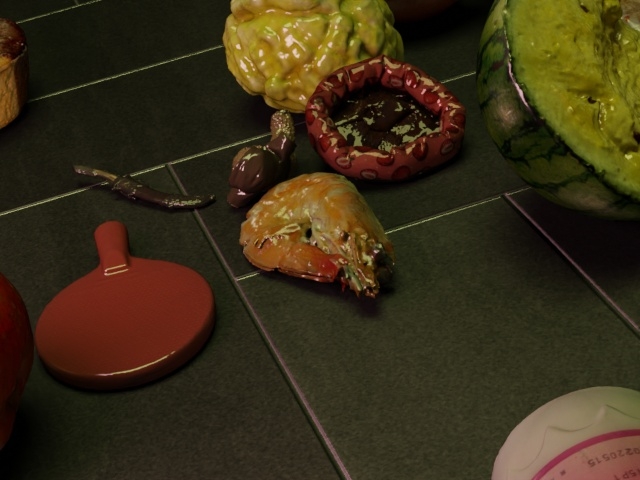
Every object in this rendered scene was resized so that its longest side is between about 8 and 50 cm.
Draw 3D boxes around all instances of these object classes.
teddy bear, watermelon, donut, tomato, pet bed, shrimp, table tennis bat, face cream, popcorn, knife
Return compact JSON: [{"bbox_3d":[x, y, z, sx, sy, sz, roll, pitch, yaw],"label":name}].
[{"bbox_3d":[-0.063,-0.090,1.976,0.119,0.078,0.160,-48,3,22],"label":"teddy bear"},{"bbox_3d":[0.293,-0.142,1.784,0.330,0.189,0.331,12,59,-21],"label":"watermelon"},{"bbox_3d":[-0.478,-0.221,2.312,0.151,0.112,0.295,3,34,19],"label":"donut"},{"bbox_3d":[0.131,-0.378,2.368,0.199,0.112,0.228,-22,31,20],"label":"tomato"},{"bbox_3d":[0.077,-0.148,2.001,0.201,0.053,0.201,-1,49,1],"label":"pet bed"},{"bbox_3d":[0.000,0.001,1.817,0.154,0.062,0.294,-30,28,-10],"label":"shrimp"},{"bbox_3d":[-0.220,0.065,1.797,0.200,0.038,0.310,-14,30,-4],"label":"table tennis bat"},{"bbox_3d":[0.231,0.228,1.222,0.175,0.175,0.195,-14,31,-4],"label":"face cream"},{"bbox_3d":[-0.012,-0.281,2.163,0.259,0.212,0.259,-6,37,5],"label":"popcorn"},{"bbox_3d":[-0.233,-0.064,2.040,0.222,0.021,0.045,13,38,30],"label":"knife"}]

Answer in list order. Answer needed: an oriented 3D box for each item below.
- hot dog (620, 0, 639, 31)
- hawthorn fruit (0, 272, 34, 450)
[{"bbox_3d":[0.477,-0.251,2.063,0.270,0.082,0.162,23,52,34],"label":"hot dog"},{"bbox_3d":[-0.417,0.112,1.565,0.284,0.284,0.284,-9,30,5],"label":"hawthorn fruit"}]
